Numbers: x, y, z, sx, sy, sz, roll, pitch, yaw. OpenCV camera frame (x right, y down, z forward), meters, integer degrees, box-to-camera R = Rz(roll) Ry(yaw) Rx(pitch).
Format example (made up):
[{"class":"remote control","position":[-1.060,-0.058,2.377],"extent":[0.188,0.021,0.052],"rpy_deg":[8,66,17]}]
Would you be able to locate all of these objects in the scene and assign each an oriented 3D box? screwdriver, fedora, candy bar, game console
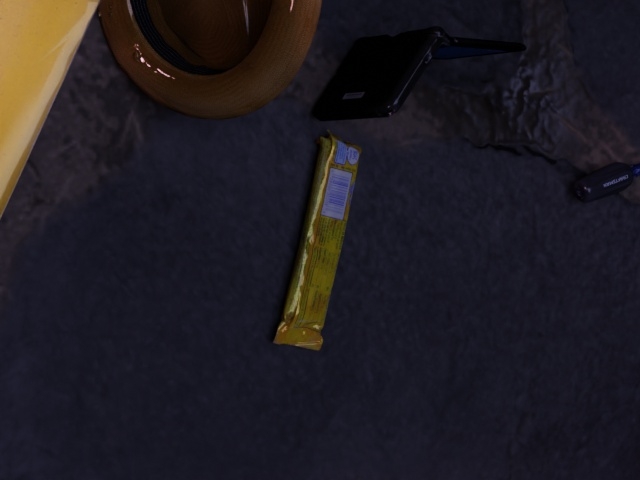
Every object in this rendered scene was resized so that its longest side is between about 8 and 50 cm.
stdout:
[{"class":"screwdriver","position":[0.273,-0.061,1.448],"extent":[0.170,0.024,0.025],"rpy_deg":[-16,69,-27]},{"class":"fedora","position":[-0.064,-0.181,1.225],"extent":[0.079,0.194,0.194],"rpy_deg":[-22,103,-61]},{"class":"candy bar","position":[0.000,0.000,1.315],"extent":[0.040,0.018,0.161],"rpy_deg":[15,84,-29]},{"class":"game console","position":[0.069,-0.114,1.289],"extent":[0.071,0.122,0.107],"rpy_deg":[38,75,-22]}]

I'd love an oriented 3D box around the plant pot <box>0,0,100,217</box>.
[{"class":"plant pot","position":[-0.269,-0.082,1.088],"extent":[0.187,0.212,0.212],"rpy_deg":[26,80,-12]}]
